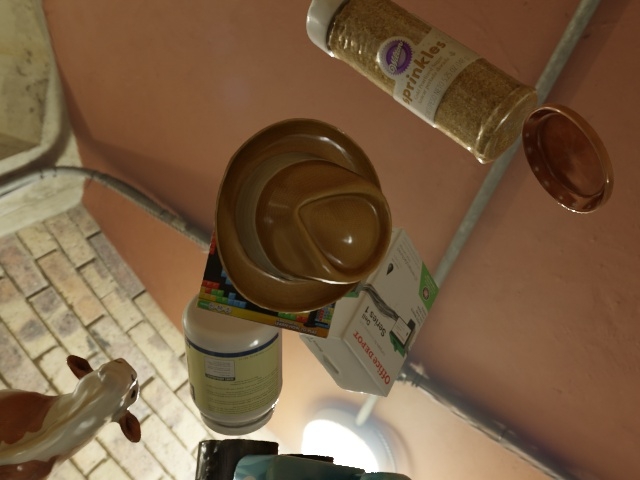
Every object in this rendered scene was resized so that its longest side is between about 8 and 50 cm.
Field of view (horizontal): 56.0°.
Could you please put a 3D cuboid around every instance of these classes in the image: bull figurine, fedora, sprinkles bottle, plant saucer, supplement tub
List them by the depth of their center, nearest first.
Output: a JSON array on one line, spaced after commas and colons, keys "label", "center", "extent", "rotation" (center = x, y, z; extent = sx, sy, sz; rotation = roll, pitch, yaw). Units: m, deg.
[{"label": "plant saucer", "center": [0.175, -0.059, 0.426], "extent": [0.084, 0.013, 0.083], "rotation": [58, -9, 15]}, {"label": "bull figurine", "center": [-0.308, 0.179, 0.513], "extent": [0.310, 0.188, 0.101], "rotation": [-16, -91, 11]}, {"label": "fedora", "center": [0.003, -0.015, 0.534], "extent": [0.079, 0.194, 0.195], "rotation": [16, -53, 52]}, {"label": "sprinkles bottle", "center": [0.139, -0.259, 0.881], "extent": [0.355, 0.121, 0.121], "rotation": [41, -47, 22]}, {"label": "supplement tub", "center": [-0.210, 0.293, 1.478], "extent": [0.235, 0.235, 0.325], "rotation": [19, -55, 25]}]

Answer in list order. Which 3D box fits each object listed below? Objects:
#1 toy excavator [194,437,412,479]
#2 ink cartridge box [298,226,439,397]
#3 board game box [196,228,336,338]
[{"label": "toy excavator", "center": [0.034, 0.324, 0.642], "extent": [0.444, 0.223, 0.433], "rotation": [-13, -28, 29]}, {"label": "ink cartridge box", "center": [0.083, 0.111, 0.949], "extent": [0.092, 0.219, 0.160], "rotation": [1, -42, 42]}, {"label": "board game box", "center": [-0.056, 0.033, 0.757], "extent": [0.170, 0.048, 0.141], "rotation": [13, -84, -2]}]
